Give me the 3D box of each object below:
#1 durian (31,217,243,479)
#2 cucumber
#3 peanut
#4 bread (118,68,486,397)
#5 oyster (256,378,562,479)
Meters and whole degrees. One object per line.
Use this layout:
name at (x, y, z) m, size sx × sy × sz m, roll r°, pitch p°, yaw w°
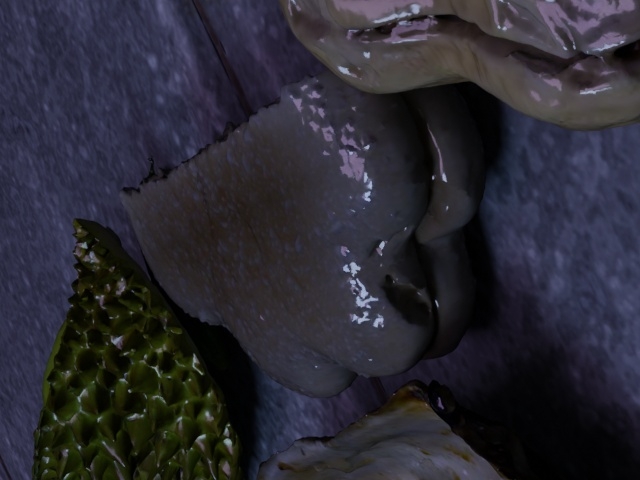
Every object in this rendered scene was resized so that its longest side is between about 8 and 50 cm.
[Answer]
durian at (-0.133, 0.124, 1.387) m, size 0.352 × 0.158 × 0.169 m, roll 98°, pitch 174°, yaw -61°
cucumber at (-0.105, 0.020, 1.335) m, size 0.039 × 0.039 × 0.168 m, roll 7°, pitch 120°, yaw 57°
peanut at (0.070, -0.123, 0.842) m, size 0.290 × 0.130 × 0.130 m, roll 18°, pitch 127°, yaw 51°
bread at (-0.005, 0.000, 1.086) m, size 0.183 × 0.102 × 0.337 m, roll 65°, pitch 152°, yaw 0°
oyster at (0.081, 0.192, 1.102) m, size 0.221 × 0.096 × 0.361 m, roll 62°, pitch 151°, yaw 4°
